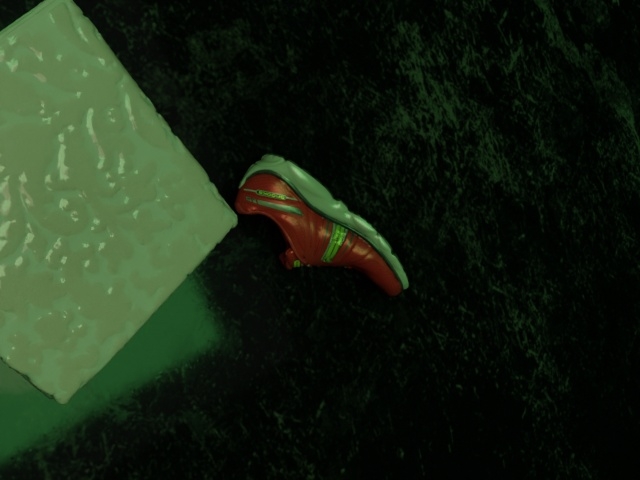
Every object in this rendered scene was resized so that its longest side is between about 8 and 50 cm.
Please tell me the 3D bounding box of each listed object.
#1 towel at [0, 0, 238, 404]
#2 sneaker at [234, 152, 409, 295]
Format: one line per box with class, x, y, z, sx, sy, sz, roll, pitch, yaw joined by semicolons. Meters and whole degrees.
towel;-0.281;-0.037;0.661;0.317;0.053;0.332;-51;126;-25
sneaker;0.000;0.000;0.844;0.279;0.107;0.118;38;89;-17
